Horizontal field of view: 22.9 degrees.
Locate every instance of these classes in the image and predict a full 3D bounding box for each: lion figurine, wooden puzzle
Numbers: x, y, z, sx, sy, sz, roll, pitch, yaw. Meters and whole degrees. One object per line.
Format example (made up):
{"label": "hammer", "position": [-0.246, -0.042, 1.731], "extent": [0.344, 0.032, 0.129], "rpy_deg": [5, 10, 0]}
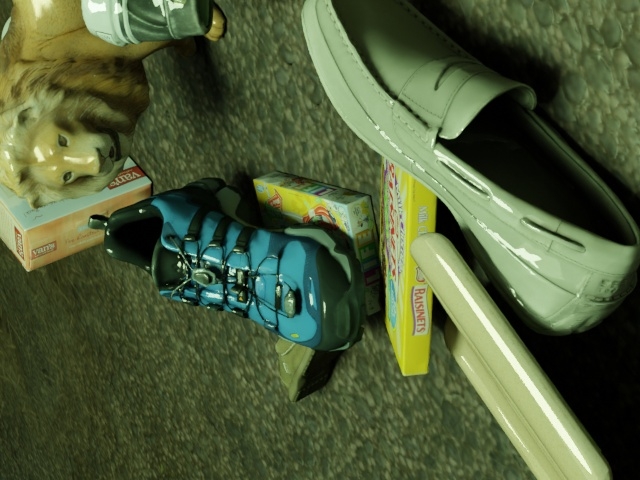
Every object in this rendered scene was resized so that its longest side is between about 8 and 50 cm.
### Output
{"label": "lion figurine", "position": [-0.228, -0.240, 1.407], "extent": [0.142, 0.240, 0.392], "rpy_deg": [-5, 105, 61]}
{"label": "wooden puzzle", "position": [0.150, 0.110, 1.146], "extent": [0.221, 0.044, 0.239], "rpy_deg": [56, 177, 20]}

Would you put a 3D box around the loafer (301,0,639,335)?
{"label": "loafer", "position": [0.106, -0.080, 1.093], "extent": [0.319, 0.112, 0.111], "rpy_deg": [49, 143, 17]}

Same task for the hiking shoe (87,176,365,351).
{"label": "hiking shoe", "position": [-0.079, 0.033, 1.387], "extent": [0.304, 0.132, 0.113], "rpy_deg": [24, 121, 51]}

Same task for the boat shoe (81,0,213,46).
{"label": "boat shoe", "position": [-0.123, -0.327, 1.300], "extent": [0.121, 0.119, 0.335], "rpy_deg": [-37, -50, -77]}

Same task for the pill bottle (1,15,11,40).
{"label": "pill bottle", "position": [-0.270, -0.187, 1.671], "extent": [0.169, 0.094, 0.094], "rpy_deg": [39, 141, 42]}

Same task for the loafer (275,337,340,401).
{"label": "loafer", "position": [-0.015, 0.102, 1.476], "extent": [0.050, 0.056, 0.148], "rpy_deg": [50, 148, 18]}

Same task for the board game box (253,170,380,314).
{"label": "board game box", "position": [0.000, 0.000, 1.409], "extent": [0.154, 0.026, 0.103], "rpy_deg": [17, 124, 55]}

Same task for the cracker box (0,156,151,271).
{"label": "cracker box", "position": [-0.311, -0.081, 1.753], "extent": [0.232, 0.155, 0.067], "rpy_deg": [46, 145, 36]}

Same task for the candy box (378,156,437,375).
{"label": "candy box", "position": [0.068, -0.004, 1.248], "extent": [0.105, 0.027, 0.206], "rpy_deg": [-110, 16, -53]}
